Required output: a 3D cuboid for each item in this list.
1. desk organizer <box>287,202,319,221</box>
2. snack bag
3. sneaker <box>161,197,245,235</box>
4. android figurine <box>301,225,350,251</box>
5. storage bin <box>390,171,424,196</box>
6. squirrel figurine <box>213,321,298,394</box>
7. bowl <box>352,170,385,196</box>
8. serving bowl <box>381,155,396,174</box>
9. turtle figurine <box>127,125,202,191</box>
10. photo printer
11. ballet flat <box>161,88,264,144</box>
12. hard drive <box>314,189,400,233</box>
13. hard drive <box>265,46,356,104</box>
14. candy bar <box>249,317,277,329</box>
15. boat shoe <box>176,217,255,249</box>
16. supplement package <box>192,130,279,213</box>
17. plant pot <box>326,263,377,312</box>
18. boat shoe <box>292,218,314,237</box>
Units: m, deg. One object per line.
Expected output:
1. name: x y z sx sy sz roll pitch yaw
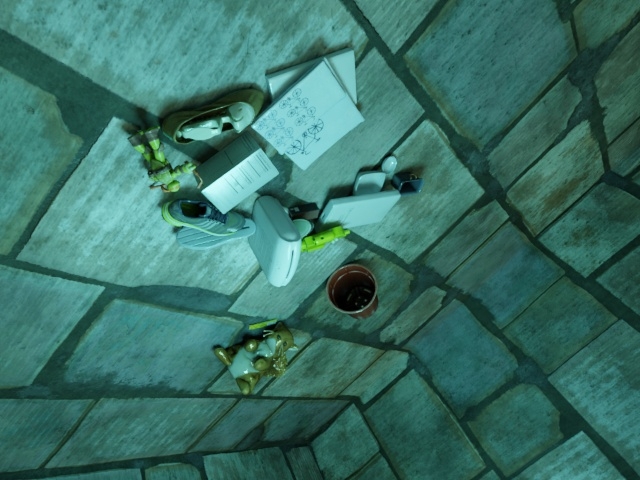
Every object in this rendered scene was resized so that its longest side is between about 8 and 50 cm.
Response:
1. desk organizer: -0.074 -0.118 1.762 0.130 0.047 0.050 -13 142 -22
2. snack bag: -0.030 -0.415 1.438 0.323 0.037 0.342 -39 146 9
3. sneaker: -0.403 -0.085 1.465 0.300 0.110 0.121 7 168 -35
4. android figurine: 0.000 0.000 1.844 0.273 0.056 0.248 -17 174 -16
5. storage bin: 0.400 -0.274 1.903 0.135 0.091 0.098 -12 136 -27
6. squirrel figurine: -0.309 0.620 2.228 0.370 0.281 0.397 -38 156 -11
7. bowl: 0.207 -0.253 1.819 0.142 0.053 0.141 -11 135 -28
8. serving bowl: 0.299 -0.337 1.812 0.083 0.027 0.083 -25 131 -32
9. turtle figurine: -0.501 -0.230 1.257 0.087 0.270 0.217 -50 128 -40
10. photo printer: -0.180 0.010 1.612 0.107 0.307 0.255 -7 133 -30
11. ballet flat: -0.316 -0.374 1.270 0.343 0.124 0.116 -21 139 -17
12. hard drive: 0.167 -0.133 1.867 0.353 0.047 0.233 -10 154 -26
13. hard drive: -0.023 -0.513 1.402 0.308 0.040 0.203 -25 140 -13
14. candy bar: -0.307 0.451 2.199 0.162 0.018 0.040 -10 138 -28
15. boat shoe: -0.403 -0.021 1.587 0.303 0.109 0.094 -8 172 -20
16. supplement package: -0.293 -0.235 1.415 0.244 0.139 0.134 -35 140 2
17. plant pot: 0.196 0.302 2.232 0.273 0.272 0.265 -34 149 -1
18. boat shoe: -0.096 -0.044 1.736 0.069 0.081 0.228 -12 175 -41
